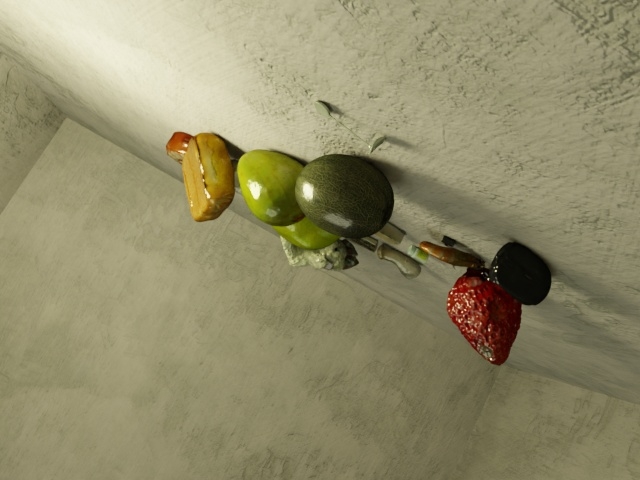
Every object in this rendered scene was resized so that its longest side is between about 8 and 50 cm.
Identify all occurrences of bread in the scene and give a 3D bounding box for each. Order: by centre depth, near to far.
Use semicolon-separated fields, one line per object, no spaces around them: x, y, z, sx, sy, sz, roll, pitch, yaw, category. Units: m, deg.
-0.471;-0.258;2.064;0.148;0.337;0.328;-8;164;-28;bread
-0.598;-0.397;2.346;0.295;0.114;0.327;32;171;-10;bread

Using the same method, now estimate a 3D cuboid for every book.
0.153;-0.026;2.370;0.264;0.027;0.202;27;172;9;book

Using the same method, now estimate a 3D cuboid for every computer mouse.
0.612;0.113;1.446;0.269;0.137;0.086;34;176;-32;computer mouse

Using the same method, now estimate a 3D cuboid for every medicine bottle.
0.404;0.057;2.021;0.083;0.047;0.047;30;170;-5;medicine bottle

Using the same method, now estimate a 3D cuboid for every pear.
-0.096;-0.105;2.070;0.342;0.238;0.318;21;176;39;pear

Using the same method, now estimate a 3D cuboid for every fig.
-0.168;-0.200;1.776;0.326;0.258;0.258;45;176;20;fig

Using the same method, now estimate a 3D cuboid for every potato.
0.267;-0.032;1.916;0.122;0.061;0.086;31;168;-17;potato

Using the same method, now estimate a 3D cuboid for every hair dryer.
0.448;0.009;1.718;0.047;0.026;0.083;27;174;14;hair dryer

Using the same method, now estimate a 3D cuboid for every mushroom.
0.361;0.094;2.256;0.223;0.081;0.092;33;150;-6;mushroom

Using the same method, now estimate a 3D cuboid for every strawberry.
0.605;0.275;1.827;0.291;0.310;0.292;25;174;3;strawberry

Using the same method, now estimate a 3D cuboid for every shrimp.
0.465;0.054;1.731;0.248;0.068;0.150;22;-166;-1;shrimp

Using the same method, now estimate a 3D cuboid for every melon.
0.065;-0.132;1.437;0.301;0.237;0.237;25;170;25;melon

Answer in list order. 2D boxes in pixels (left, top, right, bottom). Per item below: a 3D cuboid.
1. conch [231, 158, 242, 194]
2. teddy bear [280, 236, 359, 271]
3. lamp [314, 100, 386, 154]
-0.352;-0.300;2.106;0.255;0.158;0.127;36;154;28;conch
0.000;0.000;2.431;0.362;0.327;0.375;-10;135;0;teddy bear
0.071;-0.294;1.224;0.198;0.056;0.050;39;172;4;lamp
